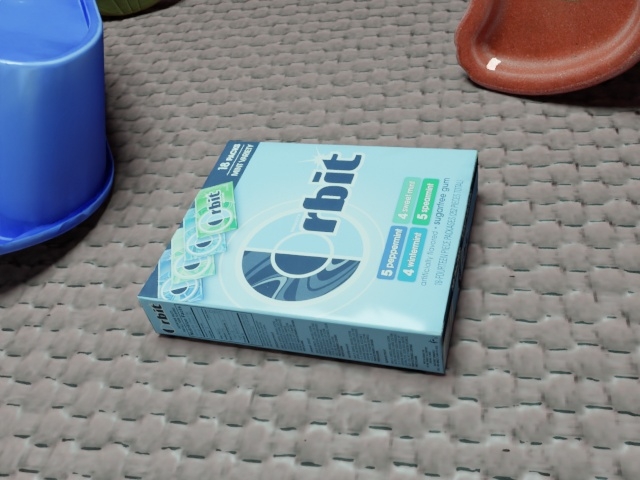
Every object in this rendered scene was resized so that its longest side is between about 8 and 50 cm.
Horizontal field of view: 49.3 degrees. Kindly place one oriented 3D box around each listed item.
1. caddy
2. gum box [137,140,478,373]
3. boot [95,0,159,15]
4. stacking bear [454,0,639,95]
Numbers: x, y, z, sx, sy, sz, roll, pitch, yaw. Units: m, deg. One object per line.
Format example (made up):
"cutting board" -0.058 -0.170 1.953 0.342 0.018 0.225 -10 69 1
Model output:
"caddy" -0.295 -0.119 0.554 0.241 0.179 0.341 -2 39 -24
"gum box" 0.000 0.000 0.454 0.184 0.041 0.157 5 47 17
"boot" -0.263 -0.328 0.826 0.213 0.077 0.165 -10 42 10
"stacking bear" 0.254 -0.253 0.579 0.164 0.175 0.289 21 46 33
